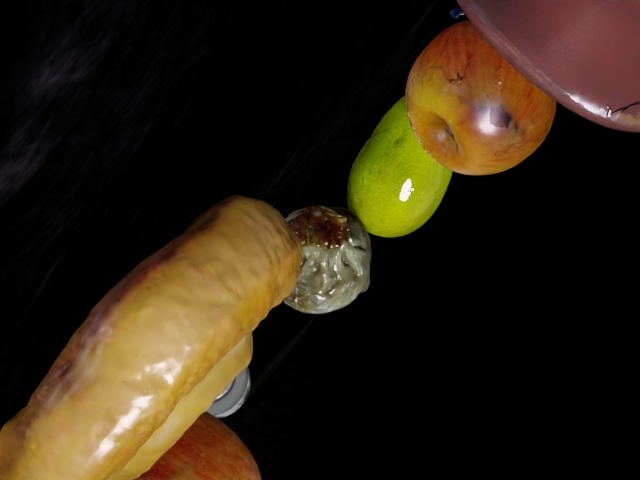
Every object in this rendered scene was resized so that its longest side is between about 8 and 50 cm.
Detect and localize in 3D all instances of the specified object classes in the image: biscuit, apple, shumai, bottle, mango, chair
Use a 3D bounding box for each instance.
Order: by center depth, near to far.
[{"bbox_3d":[0.257,-0.250,1.061,0.401,0.226,0.226,-48,176,3],"label":"chair"},{"bbox_3d":[-0.102,0.076,1.078,0.274,0.091,0.213,-44,175,-36],"label":"biscuit"},{"bbox_3d":[-0.145,0.214,1.301,0.195,0.173,0.160,-48,179,-9],"label":"apple"},{"bbox_3d":[0.145,-0.128,1.498,0.146,0.146,0.146,-49,176,-5],"label":"apple"},{"bbox_3d":[-0.001,0.000,1.570,0.087,0.098,0.124,87,5,-48],"label":"shumai"},{"bbox_3d":[-0.109,0.130,1.631,0.254,0.079,0.096,95,-2,-84],"label":"bottle"},{"bbox_3d":[0.088,-0.078,1.635,0.163,0.089,0.117,-59,-163,10],"label":"mango"}]

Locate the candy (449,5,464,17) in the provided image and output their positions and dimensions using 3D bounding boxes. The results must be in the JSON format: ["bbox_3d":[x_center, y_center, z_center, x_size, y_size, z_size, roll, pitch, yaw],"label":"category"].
[{"bbox_3d":[0.162,-0.240,1.416,0.136,0.038,0.088,-43,-169,12],"label":"candy"}]
